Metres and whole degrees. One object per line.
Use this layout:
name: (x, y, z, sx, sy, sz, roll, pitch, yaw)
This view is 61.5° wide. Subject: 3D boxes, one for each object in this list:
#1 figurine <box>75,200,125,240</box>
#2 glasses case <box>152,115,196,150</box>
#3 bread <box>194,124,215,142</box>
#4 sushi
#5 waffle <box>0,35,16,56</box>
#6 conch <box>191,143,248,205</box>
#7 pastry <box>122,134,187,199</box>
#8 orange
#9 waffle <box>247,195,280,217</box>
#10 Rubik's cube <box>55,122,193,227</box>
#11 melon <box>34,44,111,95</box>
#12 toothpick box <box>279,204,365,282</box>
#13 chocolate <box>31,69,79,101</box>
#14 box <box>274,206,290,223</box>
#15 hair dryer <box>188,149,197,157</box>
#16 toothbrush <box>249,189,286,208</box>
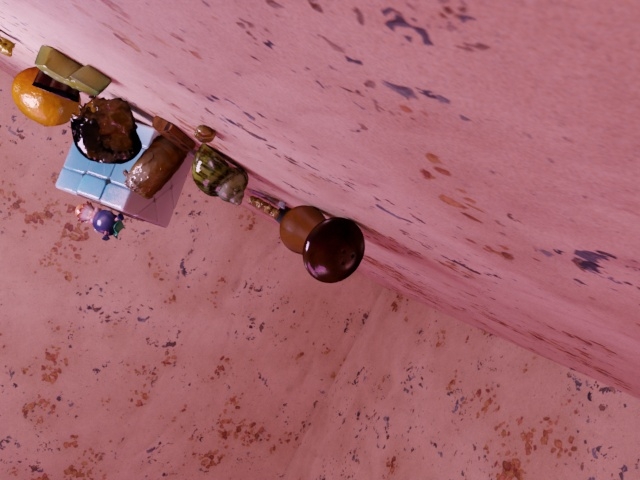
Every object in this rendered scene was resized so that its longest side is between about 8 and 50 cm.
figurine: (-0.807, -0.071, 1.965, 0.194, 0.112, 0.102, 21, 175, 8)
glasses case: (-0.436, -0.313, 1.606, 0.064, 0.041, 0.170, 27, 176, 13)
bread: (-0.276, -0.252, 1.285, 0.049, 0.034, 0.088, 23, 178, -20)
sushi: (-0.647, -0.339, 1.648, 0.213, 0.200, 0.204, -1, -168, -33)
waffle: (-0.990, -0.615, 1.444, 0.259, 0.069, 0.293, 31, 179, -6)
conch: (-0.306, -0.193, 1.643, 0.181, 0.124, 0.187, 26, 169, 1)
pastry: (-0.538, -0.251, 1.761, 0.120, 0.236, 0.257, 38, 171, -9)
orange: (-0.943, -0.494, 1.854, 0.219, 0.193, 0.219, 11, 174, 1)
waffle: (-0.204, -0.124, 2.084, 0.160, 0.046, 0.192, 28, -179, 17)
Rubik's cube: (-0.726, -0.262, 2.035, 0.315, 0.322, 0.319, 19, 175, 15)
melon: (-0.616, -0.419, 1.354, 0.209, 0.064, 0.118, 24, 170, 30)
toothpick box: (0.000, 0.000, 1.576, 0.192, 0.192, 0.294, 31, -177, -34)
chocolate: (-0.798, -0.487, 1.674, 0.148, 0.080, 0.125, 21, -173, 11)
box: (-0.126, -0.084, 2.155, 0.069, 0.084, 0.122, 35, 180, 38)
hair dryer: (-0.411, -0.284, 1.902, 0.183, 0.044, 0.155, 33, 176, 9)
toothbrush: (-0.207, -0.166, 2.090, 0.020, 0.025, 0.286, 29, 179, -38)
